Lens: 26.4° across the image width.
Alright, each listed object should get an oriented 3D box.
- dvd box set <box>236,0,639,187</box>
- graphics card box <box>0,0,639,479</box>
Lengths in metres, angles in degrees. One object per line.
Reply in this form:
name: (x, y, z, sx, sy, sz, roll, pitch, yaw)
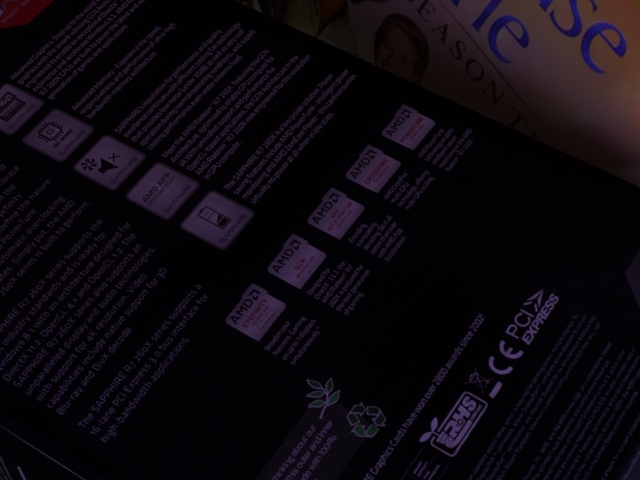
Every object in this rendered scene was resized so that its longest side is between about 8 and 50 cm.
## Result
dvd box set: (0.026, -0.096, 0.710, 0.062, 0.307, 0.420, -29, 168, -35)
graphics card box: (-0.037, 0.022, 0.578, 0.233, 0.371, 0.094, -52, 157, -29)
